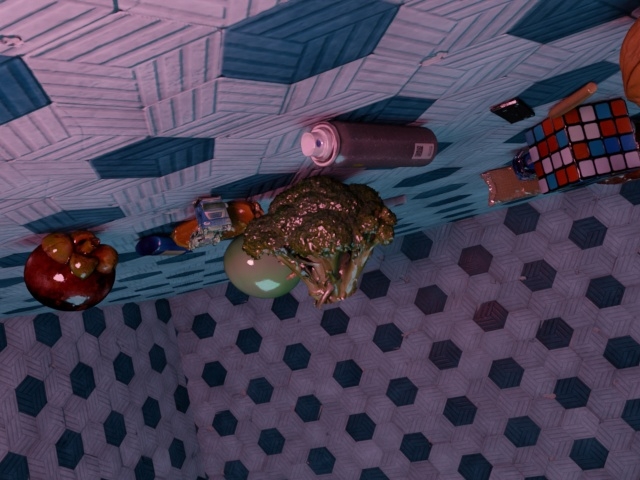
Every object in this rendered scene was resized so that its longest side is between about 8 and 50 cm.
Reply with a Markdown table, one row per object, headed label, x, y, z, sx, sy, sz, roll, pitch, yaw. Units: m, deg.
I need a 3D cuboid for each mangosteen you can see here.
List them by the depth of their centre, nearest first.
| label | x | y | z | sx | sy | sz | roll | pitch | yaw |
| --- | --- | --- | --- | --- | --- | --- | --- | --- | --- |
| mangosteen | -0.522 | 0.057 | 1.141 | 0.200 | 0.199 | 0.200 | -13 | 174 | -1 |

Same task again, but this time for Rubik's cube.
| label | x | y | z | sx | sy | sz | roll | pitch | yaw |
| --- | --- | --- | --- | --- | --- | --- | --- | --- | --- |
| Rubik's cube | 0.564 | -0.198 | 1.163 | 0.154 | 0.154 | 0.151 | -12 | 174 | -9 |

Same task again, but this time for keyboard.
| label | x | y | z | sx | sy | sz | roll | pitch | yaw |
| --- | --- | --- | --- | --- | --- | --- | --- | --- | --- |
| keyboard | 0.362 | -0.241 | 1.009 | 0.053 | 0.010 | 0.155 | -16 | 174 | 31 |

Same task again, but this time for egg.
| label | x | y | z | sx | sy | sz | roll | pitch | yaw |
| --- | --- | --- | --- | --- | --- | --- | --- | --- | --- |
| egg | -0.175 | 0.072 | 1.684 | 0.221 | 0.220 | 0.270 | -18 | 163 | 36 |

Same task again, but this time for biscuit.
| label | x | y | z | sx | sy | sz | roll | pitch | yaw |
| --- | --- | --- | --- | --- | --- | --- | --- | --- | --- |
| biscuit | 0.620 | -0.181 | 1.660 | 0.239 | 0.108 | 0.062 | -13 | 172 | -2 |

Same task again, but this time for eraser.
| label | x | y | z | sx | sy | sz | roll | pitch | yaw |
| --- | --- | --- | --- | --- | --- | --- | --- | --- | --- |
| eraser | 0.226 | -0.119 | 1.742 | 0.105 | 0.026 | 0.065 | -15 | 176 | 7 |

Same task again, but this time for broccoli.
| label | x | y | z | sx | sy | sz | roll | pitch | yaw |
| --- | --- | --- | --- | --- | --- | --- | --- | --- | --- |
| broccoli | 0.000 | 0.000 | 1.178 | 0.304 | 0.283 | 0.321 | -22 | -162 | -34 |

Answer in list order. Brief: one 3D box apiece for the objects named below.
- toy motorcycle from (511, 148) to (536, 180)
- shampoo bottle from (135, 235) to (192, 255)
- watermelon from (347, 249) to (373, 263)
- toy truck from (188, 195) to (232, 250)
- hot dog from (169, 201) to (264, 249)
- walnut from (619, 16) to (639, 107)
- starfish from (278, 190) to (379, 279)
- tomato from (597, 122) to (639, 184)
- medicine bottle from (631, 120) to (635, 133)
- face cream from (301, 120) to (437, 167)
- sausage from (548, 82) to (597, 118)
| label | x | y | z | sx | sy | sz | roll | pitch | yaw |
| --- | --- | --- | --- | --- | --- | --- | --- | --- | --- |
| toy motorcycle | 0.586 | -0.216 | 1.386 | 0.136 | 0.092 | 0.254 | 0 | 159 | -27 |
| shampoo bottle | -0.408 | 0.015 | 1.455 | 0.087 | 0.050 | 0.183 | -19 | 172 | 21 |
| watermelon | 0.052 | 0.001 | 1.771 | 0.222 | 0.319 | 0.292 | -41 | -134 | -21 |
| toy truck | -0.247 | -0.036 | 1.166 | 0.067 | 0.081 | 0.175 | -10 | 168 | -26 |
| hot dog | -0.248 | -0.034 | 1.295 | 0.269 | 0.072 | 0.115 | -19 | 180 | 35 |
| walnut | 0.460 | -0.226 | 0.628 | 0.168 | 0.167 | 0.207 | -8 | 164 | -41 |
| starfish | 0.018 | -0.039 | 1.397 | 0.303 | 0.060 | 0.299 | -26 | -153 | 34 |
| tomato | 0.828 | -0.239 | 1.443 | 0.233 | 0.139 | 0.200 | 2 | 161 | -33 |
| medicine bottle | 0.733 | -0.271 | 1.346 | 0.089 | 0.052 | 0.052 | -13 | 174 | -4 |
| face cream | 0.083 | -0.155 | 0.879 | 0.284 | 0.073 | 0.073 | -8 | 172 | -43 |
| sausage | 0.472 | -0.260 | 1.014 | 0.024 | 0.024 | 0.132 | -13 | 173 | -10 |
